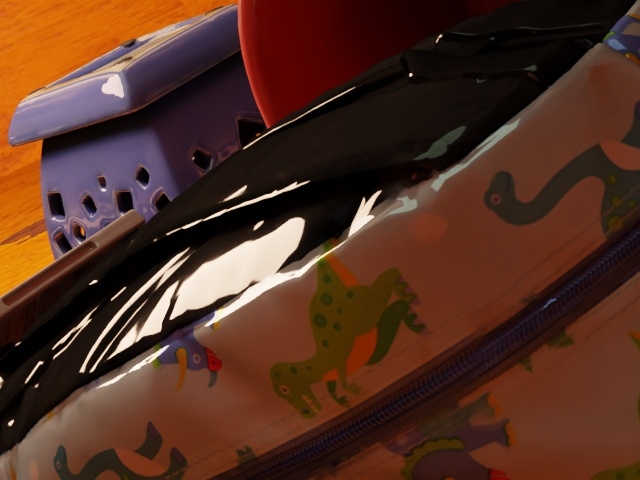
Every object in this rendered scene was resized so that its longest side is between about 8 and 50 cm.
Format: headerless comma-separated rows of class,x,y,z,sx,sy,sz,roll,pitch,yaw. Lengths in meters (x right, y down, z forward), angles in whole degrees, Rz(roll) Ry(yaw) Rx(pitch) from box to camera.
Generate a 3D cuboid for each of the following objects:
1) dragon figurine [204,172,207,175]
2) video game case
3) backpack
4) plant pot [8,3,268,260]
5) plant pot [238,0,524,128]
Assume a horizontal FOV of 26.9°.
dragon figurine,-0.102,0.041,1.021,0.144,0.085,0.289,-11,24,34
video game case,-0.138,0.043,0.667,0.122,0.011,0.087,-38,-21,-38
backpack,0.031,0.046,0.528,0.290,0.273,0.355,-33,-13,-44
plant pot,-0.138,-0.088,1.278,0.236,0.212,0.236,-10,21,46
plant pot,0.124,-0.146,0.804,0.275,0.275,0.243,-14,19,33
